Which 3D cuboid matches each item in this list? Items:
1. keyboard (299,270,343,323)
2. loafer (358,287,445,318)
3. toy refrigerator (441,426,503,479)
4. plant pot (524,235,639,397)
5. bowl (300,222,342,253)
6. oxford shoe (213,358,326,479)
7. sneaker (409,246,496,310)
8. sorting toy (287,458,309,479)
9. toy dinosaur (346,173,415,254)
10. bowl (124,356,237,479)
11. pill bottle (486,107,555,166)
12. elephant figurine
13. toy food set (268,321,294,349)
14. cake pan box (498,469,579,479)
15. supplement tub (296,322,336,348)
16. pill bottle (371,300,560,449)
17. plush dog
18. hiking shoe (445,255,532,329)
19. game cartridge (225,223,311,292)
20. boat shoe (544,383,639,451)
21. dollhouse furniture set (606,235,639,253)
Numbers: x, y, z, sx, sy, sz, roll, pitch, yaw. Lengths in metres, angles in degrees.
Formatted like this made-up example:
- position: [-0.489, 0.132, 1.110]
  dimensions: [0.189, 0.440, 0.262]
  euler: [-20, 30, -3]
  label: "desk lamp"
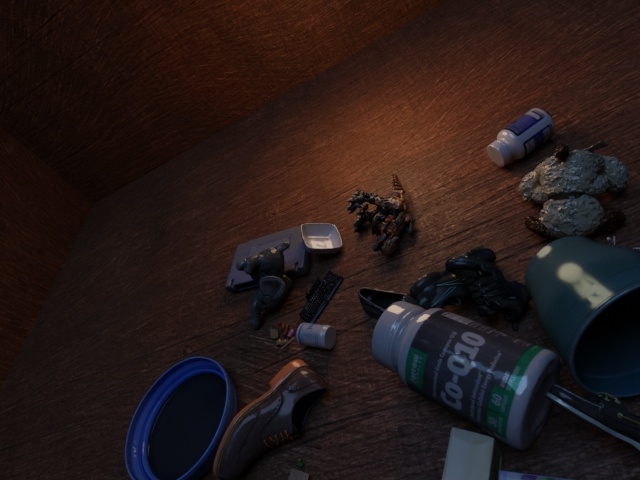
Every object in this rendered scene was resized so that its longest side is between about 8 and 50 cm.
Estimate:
- position: [-0.012, 0.179, 1.368]
  dimensions: [0.100, 0.038, 0.192]
  euler: [14, 60, 44]
  label: "keyboard"
- position: [0.220, 0.188, 1.148]
  dimensions: [0.267, 0.084, 0.096]
  euler: [6, 55, 40]
  label: "loafer"
- position: [0.280, 0.515, 0.772]
  dimensions: [0.094, 0.102, 0.270]
  euler: [0, 51, 36]
  label: "toy refrigerator"
- position: [0.565, 0.123, 0.834]
  dimensions: [0.271, 0.272, 0.255]
  euler: [-29, 26, 10]
  label: "plant pot"
- position: [0.000, 0.000, 1.486]
  dimensions: [0.141, 0.053, 0.142]
  euler: [-1, 40, -15]
  label: "bowl"
- position: [-0.132, 0.492, 1.085]
  dimensions: [0.132, 0.130, 0.364]
  euler: [28, 71, 42]
  label: "oxford shoe"
- position: [0.371, 0.113, 1.098]
  dimensions: [0.267, 0.101, 0.106]
  euler: [-27, 58, -12]
  label: "sneaker"
- position: [-0.053, 0.589, 1.015]
  dimensions: [0.062, 0.012, 0.083]
  euler: [-6, 52, 39]
  label: "sorting toy"
- position: [0.221, -0.092, 1.413]
  dimensions: [0.218, 0.165, 0.322]
  euler: [5, 35, 22]
  label: "toy dinosaur"
- position: [-0.426, 0.559, 1.272]
  dimensions: [0.390, 0.077, 0.391]
  euler: [-20, 42, 19]
  label: "bowl"
- position: [0.640, -0.327, 1.320]
  dimensions: [0.186, 0.112, 0.112]
  euler: [-35, 39, 1]
  label: "pill bottle"
- position: [-0.175, 0.157, 1.415]
  dimensions: [0.169, 0.240, 0.186]
  euler: [-23, -1, -45]
  label: "elephant figurine"
- position: [-0.120, 0.308, 1.339]
  dimensions: [0.078, 0.019, 0.122]
  euler: [-40, 31, -4]
  label: "toy food set"
- position: [0.426, 0.541, 0.666]
  dimensions: [0.245, 0.070, 0.267]
  euler: [-9, 47, 33]
  label: "cake pan box"
- position: [-0.013, 0.287, 1.236]
  dimensions: [0.107, 0.071, 0.071]
  euler: [-2, 50, 35]
  label: "supplement tub"
- position: [0.304, 0.272, 0.910]
  dimensions: [0.361, 0.204, 0.204]
  euler: [17, 63, 45]
  label: "pill bottle"
- position: [0.652, -0.112, 1.066]
  dimensions: [0.262, 0.210, 0.226]
  euler: [-7, 74, 34]
  label: "plush dog"
- position: [0.401, 0.124, 0.999]
  dimensions: [0.226, 0.086, 0.114]
  euler: [29, 69, 3]
  label: "hiking shoe"
- position: [-0.194, 0.069, 1.596]
  dimensions: [0.354, 0.068, 0.230]
  euler: [-16, 40, 24]
  label: "game cartridge"
- position: [0.527, 0.316, 0.738]
  dimensions: [0.227, 0.081, 0.069]
  euler: [27, 86, 13]
  label: "boat shoe"
- position: [0.688, 0.049, 0.940]
  dimensions: [0.090, 0.081, 0.114]
  euler: [-1, 51, 36]
  label: "dollhouse furniture set"
